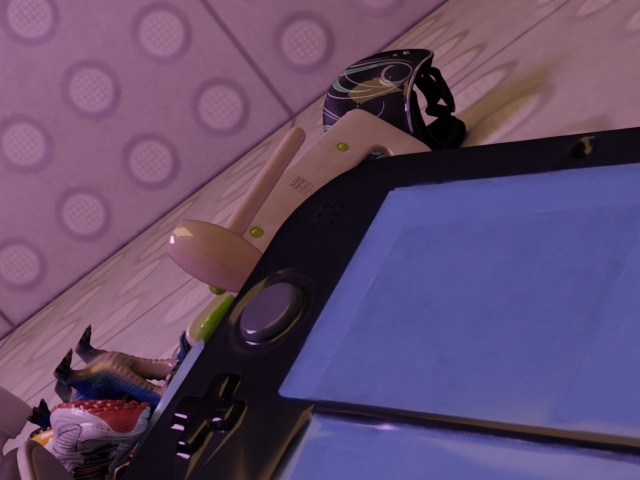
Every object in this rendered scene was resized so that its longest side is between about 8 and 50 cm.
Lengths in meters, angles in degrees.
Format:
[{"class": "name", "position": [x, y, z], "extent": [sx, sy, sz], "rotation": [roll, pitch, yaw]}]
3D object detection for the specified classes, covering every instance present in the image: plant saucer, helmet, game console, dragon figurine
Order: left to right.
[{"class": "dragon figurine", "position": [-0.227, 0.187, 1.044], "extent": [0.289, 0.144, 0.085], "rotation": [-53, 5, 33]}, {"class": "plant saucer", "position": [-0.130, 0.180, 0.829], "extent": [0.195, 0.037, 0.195], "rotation": [-59, 9, 16]}, {"class": "helmet", "position": [0.082, -0.155, 1.210], "extent": [0.162, 0.169, 0.169], "rotation": [-3, 34, 40]}, {"class": "game console", "position": [0.068, 0.080, 0.403], "extent": [0.387, 0.060, 0.342], "rotation": [-3, 42, 45]}]

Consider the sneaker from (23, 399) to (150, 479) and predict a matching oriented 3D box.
[{"class": "sneaker", "position": [-0.217, 0.210, 0.910], "extent": [0.225, 0.088, 0.092], "rotation": [-46, 48, 49]}]

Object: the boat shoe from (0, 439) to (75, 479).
[{"class": "boat shoe", "position": [-0.207, 0.230, 0.663], "extent": [0.095, 0.112, 0.335], "rotation": [-36, 16, -10]}]

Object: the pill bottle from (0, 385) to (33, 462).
[{"class": "pill bottle", "position": [-0.432, 0.271, 1.035], "extent": [0.152, 0.152, 0.272], "rotation": [-15, 42, 60]}]

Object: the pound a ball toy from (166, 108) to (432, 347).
[{"class": "pound a ball toy", "position": [0.000, 0.000, 0.886], "extent": [0.319, 0.136, 0.208], "rotation": [-47, -16, -38]}]

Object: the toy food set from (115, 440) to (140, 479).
[{"class": "toy food set", "position": [-0.162, 0.207, 0.947], "extent": [0.122, 0.019, 0.078], "rotation": [-36, 13, 11]}]
